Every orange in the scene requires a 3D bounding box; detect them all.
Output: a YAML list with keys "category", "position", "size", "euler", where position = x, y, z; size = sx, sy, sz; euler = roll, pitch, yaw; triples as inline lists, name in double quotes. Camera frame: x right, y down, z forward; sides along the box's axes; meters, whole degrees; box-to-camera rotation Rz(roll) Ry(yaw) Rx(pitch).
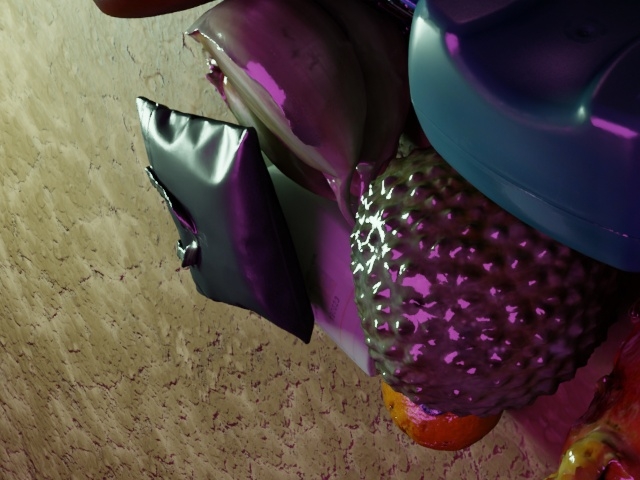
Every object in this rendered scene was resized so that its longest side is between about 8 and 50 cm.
- category: "orange"
  position: [0.128, 0.148, 1.729]
  size: [0.136, 0.117, 0.135]
  euler: [2, 99, 11]

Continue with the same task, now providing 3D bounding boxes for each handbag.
- category: "handbag"
  position: [-0.104, -0.026, 1.762]
  size: [0.211, 0.089, 0.254]
  euler: [22, 135, 48]

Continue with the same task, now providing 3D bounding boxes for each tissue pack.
- category: "tissue pack"
  position: [0.215, -0.104, 1.342]
  size: [0.287, 0.198, 0.206]
  euler: [33, 149, 36]

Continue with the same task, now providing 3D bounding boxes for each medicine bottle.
- category: "medicine bottle"
  position: [0.000, 0.000, 1.816]
  size: [0.296, 0.111, 0.161]
  euler: [42, 143, 27]

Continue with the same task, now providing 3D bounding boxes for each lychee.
- category: "lychee"
  position: [0.146, 0.030, 1.519]
  size: [0.274, 0.255, 0.255]
  euler: [-20, 96, 31]

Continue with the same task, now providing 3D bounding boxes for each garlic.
- category: "garlic"
  position: [-0.022, -0.143, 1.645]
  size: [0.292, 0.210, 0.237]
  euler: [43, 136, 17]

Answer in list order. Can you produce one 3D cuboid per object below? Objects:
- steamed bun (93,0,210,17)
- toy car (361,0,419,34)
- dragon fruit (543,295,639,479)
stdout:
- category: "steamed bun"
  position: [-0.127, -0.348, 1.613]
  size: [0.379, 0.248, 0.235]
  euler: [-9, 105, 58]
- category: "toy car"
  position: [0.079, -0.226, 1.509]
  size: [0.103, 0.063, 0.216]
  euler: [29, -177, -21]
- category: "dragon fruit"
  position: [0.310, 0.216, 1.379]
  size: [0.314, 0.263, 0.296]
  euler: [28, 133, 43]
